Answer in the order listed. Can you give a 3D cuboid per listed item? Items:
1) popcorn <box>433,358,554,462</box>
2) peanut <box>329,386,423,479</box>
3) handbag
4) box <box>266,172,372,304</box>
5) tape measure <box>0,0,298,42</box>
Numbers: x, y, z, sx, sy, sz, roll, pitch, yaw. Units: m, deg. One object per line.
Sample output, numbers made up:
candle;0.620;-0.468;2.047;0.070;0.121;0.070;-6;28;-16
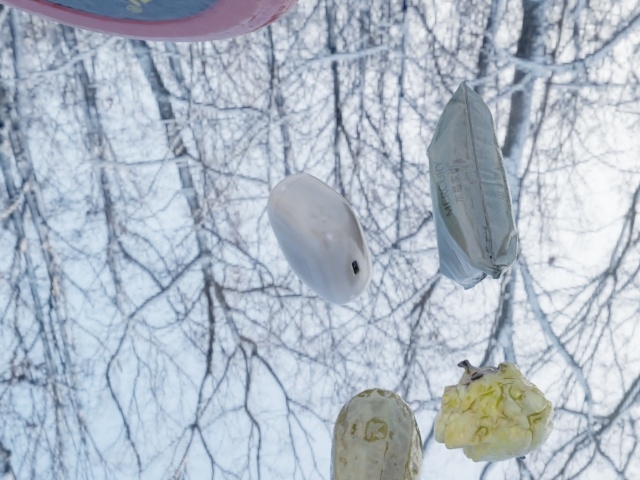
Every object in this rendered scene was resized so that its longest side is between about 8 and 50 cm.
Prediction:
popcorn;0.232;0.233;1.063;0.167;0.152;0.148;-25;174;36
peanut;0.057;0.265;0.809;0.095;0.108;0.226;-3;-108;23
handbag;0.199;-0.059;1.072;0.117;0.182;0.270;-5;-105;-6
box;0.000;0.000;1.050;0.088;0.200;0.146;-39;-129;-18
tape measure;-0.120;-0.188;0.374;0.260;0.114;0.253;15;170;-39
